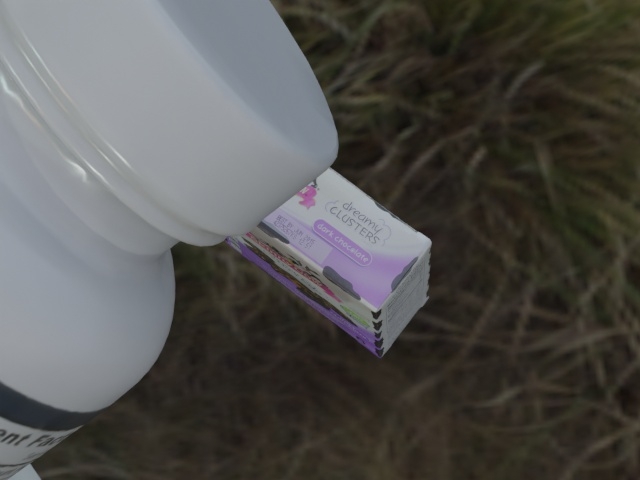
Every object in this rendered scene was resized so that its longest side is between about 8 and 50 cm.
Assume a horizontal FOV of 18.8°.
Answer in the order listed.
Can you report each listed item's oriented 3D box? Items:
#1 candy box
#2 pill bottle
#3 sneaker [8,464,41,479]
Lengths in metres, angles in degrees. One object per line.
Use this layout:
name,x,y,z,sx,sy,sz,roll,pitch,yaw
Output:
candy box,0.000,0.000,1.478,0.165,0.196,0.070,37,81,10
pill bottle,-0.092,0.003,0.380,0.180,0.108,0.108,-36,102,14
sneaker,-0.242,-0.032,0.579,0.169,0.257,0.447,-40,70,-8
